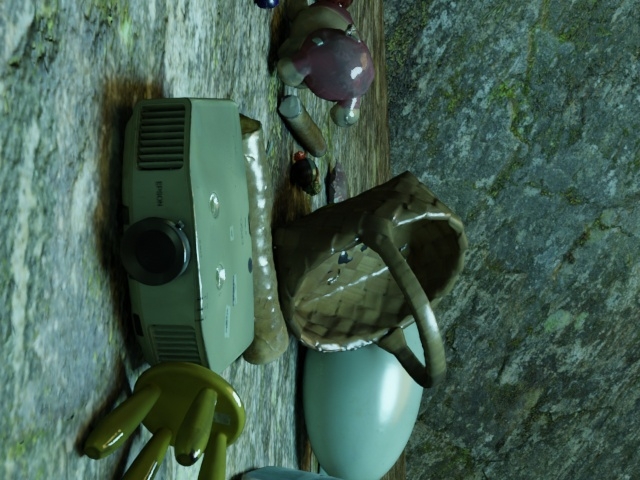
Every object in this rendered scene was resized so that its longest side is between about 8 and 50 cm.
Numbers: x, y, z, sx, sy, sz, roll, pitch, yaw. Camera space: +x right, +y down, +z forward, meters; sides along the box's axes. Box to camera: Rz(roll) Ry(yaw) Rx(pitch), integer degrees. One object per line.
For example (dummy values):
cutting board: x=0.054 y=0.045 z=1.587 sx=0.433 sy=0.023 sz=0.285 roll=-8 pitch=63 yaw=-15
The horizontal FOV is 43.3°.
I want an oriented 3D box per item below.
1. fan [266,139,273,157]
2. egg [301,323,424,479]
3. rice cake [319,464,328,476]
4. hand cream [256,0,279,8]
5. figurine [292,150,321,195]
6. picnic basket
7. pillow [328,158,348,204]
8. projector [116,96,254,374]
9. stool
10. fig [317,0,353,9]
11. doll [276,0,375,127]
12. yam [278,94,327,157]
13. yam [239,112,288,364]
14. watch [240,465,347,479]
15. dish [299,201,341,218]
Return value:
fan: x=-0.088 y=-0.110 z=1.254 sx=0.085 sy=0.005 sz=0.133 roll=76 pitch=18 yaw=-49
egg: x=0.077 y=0.270 z=1.510 sx=0.230 sy=0.230 sz=0.370 roll=64 pitch=33 yaw=-66
rice cake: x=0.028 y=0.419 z=1.714 sx=0.081 sy=0.051 sz=0.290 roll=65 pitch=27 yaw=-64
hand cream: x=-0.092 y=-0.418 z=1.172 sx=0.163 sy=0.039 sz=0.062 roll=77 pitch=32 yaw=-42
figurine: x=-0.024 y=-0.120 z=1.483 sx=0.106 sy=0.047 sz=0.060 roll=69 pitch=1 yaw=-68
picnic basket: x=0.111 y=0.088 z=1.299 sx=0.293 sy=0.338 sz=0.337 roll=78 pitch=16 yaw=-45
pillow: x=0.043 y=-0.080 z=1.840 sx=0.118 sy=0.043 sz=0.184 roll=-77 pitch=163 yaw=-58
projector: x=-0.132 y=-0.003 z=0.791 sx=0.193 sy=0.088 sz=0.269 roll=-37 pitch=125 yaw=-75
stool: x=-0.133 y=0.183 z=0.720 sx=0.134 sy=0.135 sz=0.110 roll=40 pitch=31 yaw=-11
fig: x=0.021 y=-0.543 z=1.698 sx=0.089 sy=0.089 sz=0.125 roll=62 pitch=4 yaw=-67
doll: x=0.011 y=-0.312 z=1.396 sx=0.255 sy=0.152 sz=0.196 roll=-94 pitch=168 yaw=-56
yam: x=-0.028 y=-0.202 z=1.470 sx=0.264 sy=0.046 sz=0.046 roll=45 pitch=46 yaw=-76
yam: x=-0.091 y=0.010 z=1.039 sx=0.081 sy=0.081 sz=0.356 roll=-73 pitch=160 yaw=-58
watch: x=-0.045 y=0.445 z=1.088 sx=0.253 sy=0.162 sz=0.241 roll=38 pitch=59 yaw=-74
dish: x=0.000 y=0.000 z=1.516 sx=0.208 sy=0.080 sz=0.148 roll=8 pitch=85 yaw=-81
